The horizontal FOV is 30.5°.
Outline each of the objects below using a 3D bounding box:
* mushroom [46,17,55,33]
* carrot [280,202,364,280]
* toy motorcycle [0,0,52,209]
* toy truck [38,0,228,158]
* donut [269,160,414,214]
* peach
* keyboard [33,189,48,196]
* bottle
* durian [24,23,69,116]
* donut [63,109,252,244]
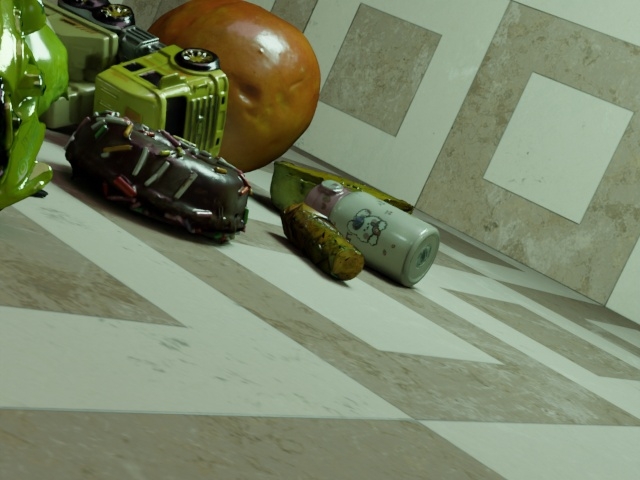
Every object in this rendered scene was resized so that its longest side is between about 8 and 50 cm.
[{"bbox_3d":[-0.507,-0.308,1.708,0.246,0.202,0.246,3,14,-1],"label":"mushroom"},{"bbox_3d":[0.000,0.001,1.751,0.069,0.069,0.229,20,11,-29],"label":"carrot"},{"bbox_3d":[-0.328,-0.157,1.134,0.142,0.206,0.342,5,47,-26],"label":"toy motorcycle"},{"bbox_3d":[-0.351,-0.257,1.897,0.405,0.180,0.254,31,39,28],"label":"toy truck"},{"bbox_3d":[0.027,-0.062,2.145,0.272,0.107,0.272,20,5,-2],"label":"donut"},{"bbox_3d":[-0.169,-0.290,2.142,0.343,0.302,0.342,35,-28,22],"label":"peach"},{"bbox_3d":[-0.384,-0.086,1.354,0.155,0.010,0.053,27,7,21],"label":"keyboard"},{"bbox_3d":[0.075,-0.020,1.946,0.233,0.110,0.110,29,9,27],"label":"bottle"},{"bbox_3d":[-0.447,-0.230,1.359,0.340,0.204,0.256,17,23,-18],"label":"durian"},{"bbox_3d":[-0.212,-0.089,1.570,0.270,0.103,0.269,23,6,-3],"label":"donut"}]
